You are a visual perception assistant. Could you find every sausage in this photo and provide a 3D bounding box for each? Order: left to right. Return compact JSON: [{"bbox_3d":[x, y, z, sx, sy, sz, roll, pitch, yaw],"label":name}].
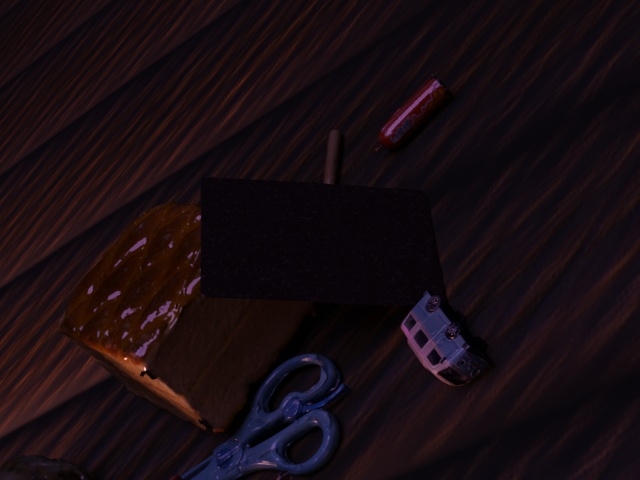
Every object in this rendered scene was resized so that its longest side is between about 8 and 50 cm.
[{"bbox_3d":[0.019,-0.126,1.565,0.024,0.024,0.132,-19,48,32],"label":"sausage"},{"bbox_3d":[0.137,-0.190,1.485,0.145,0.050,0.048,-44,81,7],"label":"sausage"}]

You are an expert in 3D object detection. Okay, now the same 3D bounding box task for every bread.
[{"bbox_3d":[-0.200,0.101,1.427,0.279,0.207,0.279,15,64,51],"label":"bread"}]

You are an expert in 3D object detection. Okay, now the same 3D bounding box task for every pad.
[{"bbox_3d":[0.000,0.000,1.316,0.004,0.330,0.220,104,166,-48],"label":"pad"}]

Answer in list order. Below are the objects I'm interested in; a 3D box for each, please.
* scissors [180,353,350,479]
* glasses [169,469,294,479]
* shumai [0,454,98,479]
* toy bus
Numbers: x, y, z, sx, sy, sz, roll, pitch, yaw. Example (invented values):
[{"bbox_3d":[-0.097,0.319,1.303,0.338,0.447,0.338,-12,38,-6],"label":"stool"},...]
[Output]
[{"bbox_3d":[-0.120,0.299,1.360,0.393,0.032,0.180,-34,42,19],"label":"scissors"},{"bbox_3d":[-0.060,0.381,1.067,0.234,0.268,0.118,-11,35,40],"label":"glasses"},{"bbox_3d":[-0.488,0.435,1.399,0.330,0.288,0.292,13,69,49],"label":"shumai"},{"bbox_3d":[0.155,0.128,1.212,0.075,0.060,0.123,-47,37,11],"label":"toy bus"}]
